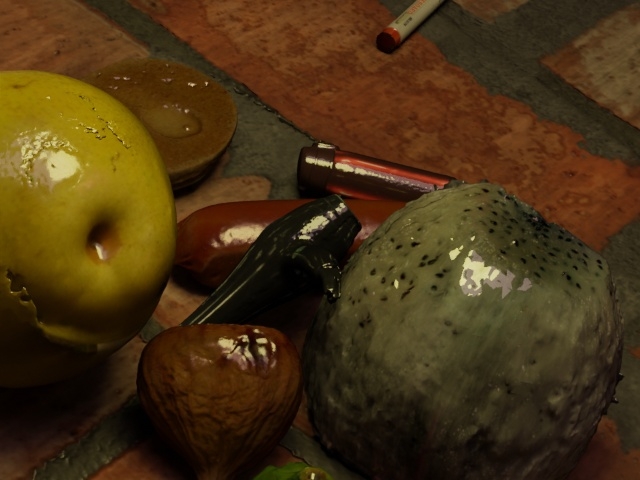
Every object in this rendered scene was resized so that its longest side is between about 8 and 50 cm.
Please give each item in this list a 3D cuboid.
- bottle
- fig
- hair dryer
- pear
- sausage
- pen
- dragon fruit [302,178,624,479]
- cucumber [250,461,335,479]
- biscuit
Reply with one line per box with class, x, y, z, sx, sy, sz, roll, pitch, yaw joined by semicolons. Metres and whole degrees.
bottle;0.056;-0.059;1.980;0.164;0.060;0.060;14;41;-3
fig;-0.082;0.168;1.655;0.146;0.134;0.201;-10;64;13
hair dryer;-0.028;0.040;1.711;0.195;0.219;0.075;-40;104;-7
pear;-0.274;-0.017;1.689;0.284;0.285;0.336;-1;11;-19
sausage;0.000;0.000;1.876;0.300;0.083;0.089;1;51;-16
pen;0.131;-0.286;2.282;0.028;0.028;0.239;29;43;14
dragon fruit;0.126;0.092;1.717;0.283;0.221;0.204;31;37;13
cucumber;-0.026;0.246;1.477;0.134;0.244;0.134;7;47;-7
biscuit;-0.184;-0.113;1.968;0.208;0.049;0.181;-25;55;-37
